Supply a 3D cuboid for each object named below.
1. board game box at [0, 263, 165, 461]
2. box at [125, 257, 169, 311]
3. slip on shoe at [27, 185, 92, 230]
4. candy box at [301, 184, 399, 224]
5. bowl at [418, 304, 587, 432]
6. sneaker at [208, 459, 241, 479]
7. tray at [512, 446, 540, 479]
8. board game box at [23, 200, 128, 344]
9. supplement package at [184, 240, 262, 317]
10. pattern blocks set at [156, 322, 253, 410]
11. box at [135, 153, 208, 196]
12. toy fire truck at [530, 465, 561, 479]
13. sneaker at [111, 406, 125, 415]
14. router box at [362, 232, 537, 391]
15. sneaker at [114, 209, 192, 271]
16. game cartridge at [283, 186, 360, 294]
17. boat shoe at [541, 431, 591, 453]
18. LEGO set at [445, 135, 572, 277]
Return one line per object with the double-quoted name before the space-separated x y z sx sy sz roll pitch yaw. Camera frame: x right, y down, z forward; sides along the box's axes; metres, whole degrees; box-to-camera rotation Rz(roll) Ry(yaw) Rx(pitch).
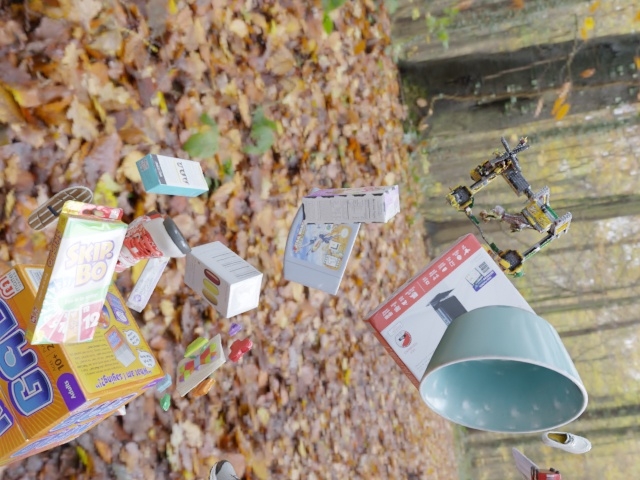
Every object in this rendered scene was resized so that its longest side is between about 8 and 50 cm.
"board game box" -0.687 0.303 1.631 0.356 0.356 0.356 58 10 11
"box" -0.597 0.099 2.345 0.067 0.063 0.323 -38 -153 57
"slip on shoe" -0.511 -0.066 1.287 0.051 0.135 0.041 56 -1 -21
"candy box" 0.075 -0.084 1.539 0.165 0.196 0.070 -32 119 -70
"bowl" 0.357 0.243 1.304 0.311 0.312 0.163 70 25 -47
"sneaker" -0.166 0.570 1.414 0.100 0.108 0.271 59 -8 -31
"tray" 0.524 0.576 1.449 0.145 0.030 0.270 54 -8 -21
"board game box" -0.432 0.060 1.168 0.124 0.039 0.259 8 102 -54
"supplement package" -0.326 0.125 2.171 0.134 0.244 0.139 -18 129 -42
"pattern blocks set" -0.360 0.369 1.959 0.026 0.325 0.285 51 -9 -25
"box" -0.444 -0.193 1.979 0.244 0.060 0.100 0 67 -65
"toy fire truck" 0.458 0.535 1.338 0.192 0.047 0.135 54 37 -71
"sneaker" -0.690 0.543 2.142 0.157 0.065 0.061 82 -12 -54
"router box" 0.324 0.201 1.580 0.301 0.335 0.082 51 -12 1
"sneaker" -0.350 0.014 1.281 0.090 0.145 0.270 63 -18 -20
"game cartridge" 0.000 0.000 1.980 0.062 0.198 0.297 -106 -146 -79
"boat shoe" 0.512 0.415 1.357 0.035 0.100 0.035 89 15 -60
"LEGO set" 0.475 -0.082 1.659 0.331 0.255 0.192 64 11 18
